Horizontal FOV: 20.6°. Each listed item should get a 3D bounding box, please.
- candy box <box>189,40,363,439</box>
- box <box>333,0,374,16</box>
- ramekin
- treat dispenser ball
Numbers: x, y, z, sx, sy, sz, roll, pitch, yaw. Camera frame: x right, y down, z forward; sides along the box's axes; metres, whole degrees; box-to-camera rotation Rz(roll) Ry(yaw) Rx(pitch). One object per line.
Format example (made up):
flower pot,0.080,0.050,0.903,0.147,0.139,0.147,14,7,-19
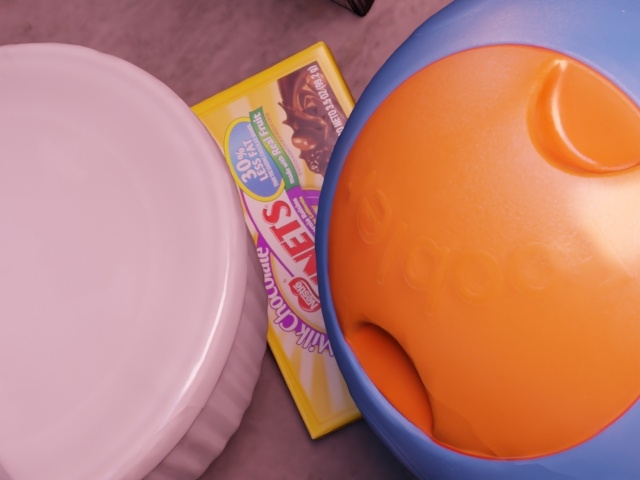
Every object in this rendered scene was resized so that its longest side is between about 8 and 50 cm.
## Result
candy box,0.000,0.000,1.009,0.105,0.027,0.206,-27,82,8
box,0.034,-0.248,0.903,0.060,0.270,0.216,30,89,10
ramekin,-0.153,0.040,0.948,0.272,0.127,0.273,-6,69,16
treat dispenser ball,0.141,0.006,0.858,0.288,0.288,0.288,-1,85,8
